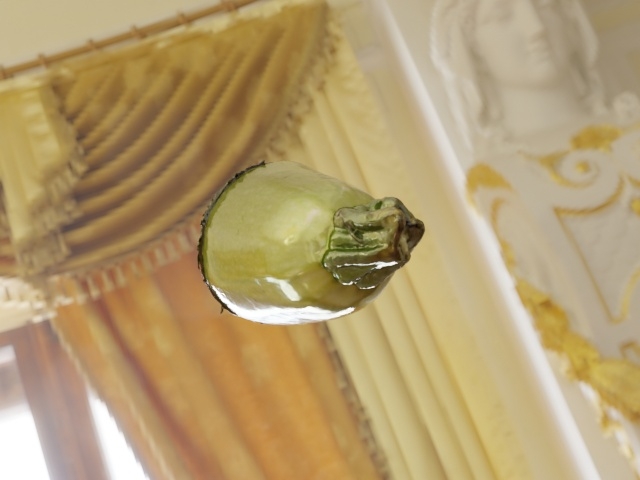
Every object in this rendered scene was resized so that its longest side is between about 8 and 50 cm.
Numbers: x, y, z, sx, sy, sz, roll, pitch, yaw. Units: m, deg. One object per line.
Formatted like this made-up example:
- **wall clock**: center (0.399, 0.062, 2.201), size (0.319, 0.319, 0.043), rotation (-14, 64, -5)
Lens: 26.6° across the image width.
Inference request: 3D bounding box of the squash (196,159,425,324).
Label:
- **squash**: center (-0.016, 0.005, 0.931), size (0.137, 0.137, 0.287), rotation (-18, 5, -8)
